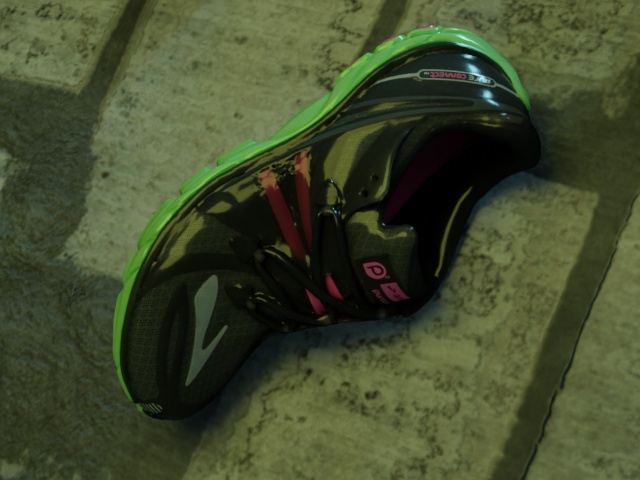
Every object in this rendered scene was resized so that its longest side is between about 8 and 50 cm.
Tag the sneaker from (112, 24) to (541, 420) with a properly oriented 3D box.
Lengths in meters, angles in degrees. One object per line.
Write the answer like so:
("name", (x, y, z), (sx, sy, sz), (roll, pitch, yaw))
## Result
("sneaker", (0.000, 0.000, 1.451), (0.483, 0.185, 0.202), (-43, 48, 5))
